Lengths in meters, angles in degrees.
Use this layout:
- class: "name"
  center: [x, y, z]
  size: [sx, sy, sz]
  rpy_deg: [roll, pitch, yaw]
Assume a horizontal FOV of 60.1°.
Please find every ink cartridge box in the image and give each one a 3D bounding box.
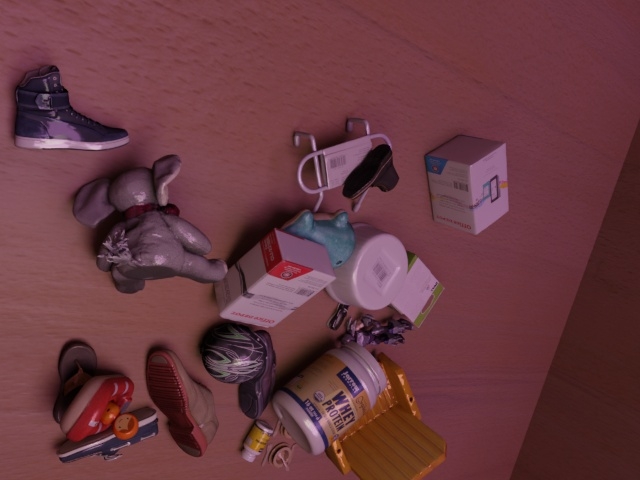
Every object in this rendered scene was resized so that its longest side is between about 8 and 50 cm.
- class: "ink cartridge box"
  center: [0.518, -0.198, 1.943]
  size: [0.197, 0.198, 0.270]
  rpy_deg: [-32, 125, -28]
- class: "ink cartridge box"
  center: [-0.127, 0.109, 1.491]
  size: [0.197, 0.114, 0.273]
  rpy_deg: [21, 129, -42]
- class: "ink cartridge box"
  center: [0.314, 0.174, 1.985]
  size: [0.189, 0.097, 0.255]
  rpy_deg: [-55, 133, -9]

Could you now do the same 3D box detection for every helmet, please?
- class: "helmet"
  center: [-0.238, 0.315, 1.524]
  size: [0.169, 0.161, 0.170]
  rpy_deg: [-12, 113, -30]

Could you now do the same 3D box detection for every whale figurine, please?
- class: "whale figurine"
  center: [0.000, 0.000, 1.575]
  size: [0.216, 0.141, 0.272]
  rpy_deg: [-36, 153, 13]

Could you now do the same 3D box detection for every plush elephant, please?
- class: "plush elephant"
  center: [-0.390, -0.044, 1.239]
  size: [0.330, 0.271, 0.256]
  rpy_deg: [61, 21, -70]

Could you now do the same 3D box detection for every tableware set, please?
- class: "tableware set"
  center: [-0.111, 0.680, 1.859]
  size: [0.128, 0.039, 0.194]
  rpy_deg: [17, 95, -42]

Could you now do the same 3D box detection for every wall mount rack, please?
- class: "wall mount rack"
  center: [0.050, -0.186, 1.615]
  size: [0.350, 0.130, 0.304]
  rpy_deg: [-22, 116, -32]

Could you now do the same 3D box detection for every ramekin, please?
- class: "ramekin"
  center: [0.153, 0.089, 1.774]
  size: [0.277, 0.135, 0.277]
  rpy_deg: [-11, 107, -38]

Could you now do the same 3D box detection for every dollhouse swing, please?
- class: "dollhouse swing"
  center: [0.197, 0.607, 1.842]
  size: [0.346, 0.305, 0.315]
  rpy_deg: [-27, 103, -22]

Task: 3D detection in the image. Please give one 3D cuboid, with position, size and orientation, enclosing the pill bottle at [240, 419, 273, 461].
- class: "pill bottle"
  center: [-0.203, 0.635, 1.749]
  size: [0.065, 0.065, 0.116]
  rpy_deg: [35, 84, -42]

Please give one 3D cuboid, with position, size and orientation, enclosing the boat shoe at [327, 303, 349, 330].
- class: "boat shoe"
  center: [0.070, 0.244, 1.845]
  size: [0.125, 0.038, 0.046]
  rpy_deg: [-52, 130, -12]

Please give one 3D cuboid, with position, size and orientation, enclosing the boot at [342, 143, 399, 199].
- class: "boot"
  center: [0.156, -0.159, 1.584]
  size: [0.198, 0.077, 0.137]
  rpy_deg: [-47, 138, -14]

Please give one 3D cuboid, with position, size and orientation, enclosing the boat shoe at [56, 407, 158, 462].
- class: "boat shoe"
  center: [-0.535, 0.511, 1.411]
  size: [0.254, 0.095, 0.079]
  rpy_deg: [-17, 105, -45]

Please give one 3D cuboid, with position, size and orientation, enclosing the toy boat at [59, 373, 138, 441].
- class: "toy boat"
  center: [-0.497, 0.412, 1.307]
  size: [0.151, 0.151, 0.231]
  rpy_deg: [-57, 171, -7]

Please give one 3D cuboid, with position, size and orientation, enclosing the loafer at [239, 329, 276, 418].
- class: "loafer"
  center: [-0.183, 0.391, 1.664]
  size: [0.095, 0.109, 0.303]
  rpy_deg: [-25, 129, -53]

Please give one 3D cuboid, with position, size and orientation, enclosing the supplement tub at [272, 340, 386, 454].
- class: "supplement tub"
  center: [0.032, 0.485, 1.738]
  size: [0.316, 0.228, 0.228]
  rpy_deg: [-34, 125, -25]

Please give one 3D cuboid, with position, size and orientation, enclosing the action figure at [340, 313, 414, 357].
- class: "action figure"
  center: [0.184, 0.336, 1.938]
  size: [0.285, 0.099, 0.185]
  rpy_deg: [-6, 120, -34]

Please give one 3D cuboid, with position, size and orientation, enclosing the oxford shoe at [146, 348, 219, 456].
- class: "oxford shoe"
  center: [-0.372, 0.424, 1.520]
  size: [0.130, 0.123, 0.348]
  rpy_deg: [-48, 134, -51]

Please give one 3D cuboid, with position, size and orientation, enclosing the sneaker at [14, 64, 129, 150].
- class: "sneaker"
  center: [-0.505, -0.271, 1.139]
  size: [0.226, 0.086, 0.164]
  rpy_deg: [-6, 113, -37]

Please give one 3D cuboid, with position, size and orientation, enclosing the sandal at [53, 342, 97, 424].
- class: "sandal"
  center: [-0.586, 0.351, 1.324]
  size: [0.090, 0.060, 0.219]
  rpy_deg: [11, 99, -42]
